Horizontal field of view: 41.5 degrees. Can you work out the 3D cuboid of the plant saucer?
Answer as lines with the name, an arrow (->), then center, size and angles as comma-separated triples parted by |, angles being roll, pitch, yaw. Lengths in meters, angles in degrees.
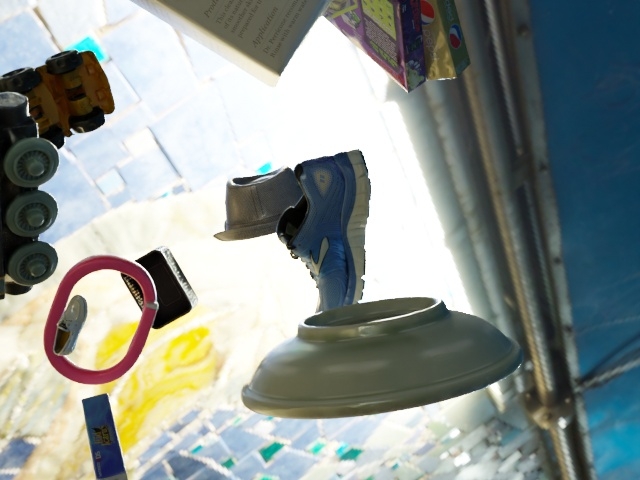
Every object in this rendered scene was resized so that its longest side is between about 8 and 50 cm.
plant saucer -> 0.078, 0.147, 1.196 | 0.400, 0.400, 0.100 | -165, -115, -84

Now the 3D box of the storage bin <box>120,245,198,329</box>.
storage bin -> -0.400, 0.116, 2.107 | 0.180, 0.122, 0.084 | 60, 5, -5

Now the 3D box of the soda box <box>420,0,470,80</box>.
soda box -> 0.191, -0.361, 1.407 | 0.061, 0.058, 0.181 | 3, -55, 38

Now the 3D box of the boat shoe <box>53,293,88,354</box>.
boat shoe -> -0.395, 0.133, 1.322 | 0.035, 0.100, 0.035 | 21, 4, 16

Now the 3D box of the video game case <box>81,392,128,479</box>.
video game case -> -0.419, 0.483, 1.694 | 0.269, 0.061, 0.244 | -131, -147, -59

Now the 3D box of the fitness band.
fitness band -> -0.462, 0.169, 1.773 | 0.209, 0.291, 0.054 | 19, 14, -16

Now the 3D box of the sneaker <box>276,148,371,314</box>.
sneaker -> 0.000, 0.000, 1.400 | 0.130, 0.147, 0.330 | -98, -172, -59

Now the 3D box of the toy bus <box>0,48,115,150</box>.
toy bus -> -0.524, -0.255, 1.553 | 0.211, 0.220, 0.149 | 12, -52, 45

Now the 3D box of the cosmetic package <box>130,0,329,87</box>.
cosmetic package -> -0.154, -0.348, 0.868 | 0.385, 0.217, 0.156 | 33, 2, -6

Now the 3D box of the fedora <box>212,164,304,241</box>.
fedora -> -0.113, -0.083, 1.741 | 0.275, 0.243, 0.124 | -40, 117, -76

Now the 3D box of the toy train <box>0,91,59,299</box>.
toy train -> -0.485, -0.053, 1.210 | 0.142, 0.190, 0.334 | 45, -44, 40

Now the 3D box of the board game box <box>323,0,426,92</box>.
board game box -> 0.051, -0.425, 1.444 | 0.347, 0.056, 0.208 | 48, -17, 30
